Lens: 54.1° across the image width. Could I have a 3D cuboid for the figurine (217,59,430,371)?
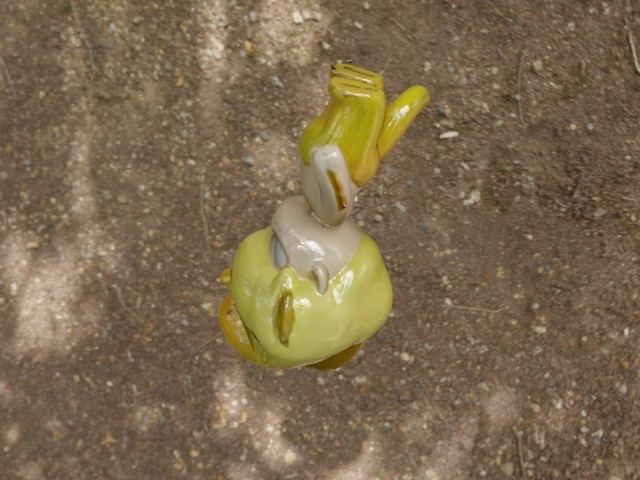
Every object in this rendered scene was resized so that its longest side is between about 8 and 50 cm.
[{"bbox_3d":[0.000,0.000,0.459,0.131,0.156,0.246,14,122,-5],"label":"figurine"}]
